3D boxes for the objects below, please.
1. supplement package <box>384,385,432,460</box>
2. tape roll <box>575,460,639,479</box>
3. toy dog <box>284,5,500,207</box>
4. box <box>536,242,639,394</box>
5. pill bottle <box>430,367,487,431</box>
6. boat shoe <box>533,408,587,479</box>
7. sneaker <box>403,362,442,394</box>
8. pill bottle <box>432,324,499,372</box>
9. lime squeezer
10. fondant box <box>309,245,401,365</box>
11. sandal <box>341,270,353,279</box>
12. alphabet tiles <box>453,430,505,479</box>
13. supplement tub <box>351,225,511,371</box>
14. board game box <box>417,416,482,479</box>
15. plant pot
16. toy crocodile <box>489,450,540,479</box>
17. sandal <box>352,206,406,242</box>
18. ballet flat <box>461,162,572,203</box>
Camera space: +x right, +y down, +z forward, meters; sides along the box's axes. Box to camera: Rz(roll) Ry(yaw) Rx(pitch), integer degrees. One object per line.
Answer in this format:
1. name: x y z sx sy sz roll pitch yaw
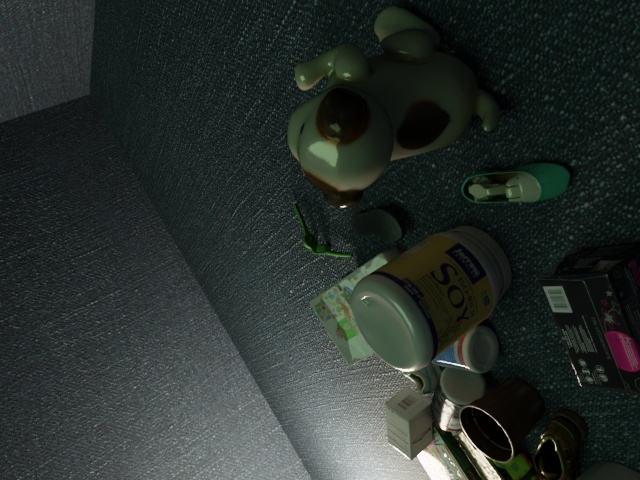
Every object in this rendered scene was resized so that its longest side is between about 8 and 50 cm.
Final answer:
1. supplement package: 0.273 0.564 1.764 0.105 0.105 0.180 27 135 43
2. tape roll: 0.681 0.666 1.323 0.246 0.169 0.246 38 144 34
3. toy dog: 0.111 -0.233 1.153 0.395 0.407 0.285 37 142 23
4. box: 0.555 0.146 1.088 0.163 0.142 0.247 -12 104 62
5. pill bottle: 0.389 0.463 1.641 0.130 0.130 0.246 43 153 29
6. boat shoe: 0.585 0.558 1.446 0.110 0.104 0.308 28 138 45
7. sneaker: 0.288 0.363 1.765 0.229 0.092 0.087 58 153 8
8. pill bottle: 0.359 0.283 1.545 0.221 0.124 0.124 -6 110 59
9. lime squeezer: 0.000 0.000 1.964 0.310 0.058 0.110 42 117 33
10. fondant box: 0.153 0.201 1.706 0.330 0.096 0.238 -37 82 35
11. sandal: 0.165 0.234 1.833 0.086 0.120 0.303 -32 87 48
12. alphabet tiles: 0.494 0.701 1.695 0.285 0.011 0.343 55 170 22
13. supplement tub: 0.263 0.125 1.341 0.241 0.331 0.241 39 145 34
14. board game box: 0.387 0.695 1.846 0.317 0.046 0.213 57 149 10
15. plant pot: 0.474 0.448 1.465 0.167 0.165 0.167 40 146 34
16. toy crocodile: 0.546 0.637 1.596 0.341 0.105 0.115 56 171 4
17. sandal: 0.171 -0.054 1.634 0.254 0.054 0.097 16 122 65
18. ballet flat: 0.391 -0.107 1.181 0.247 0.087 0.083 3 118 57
